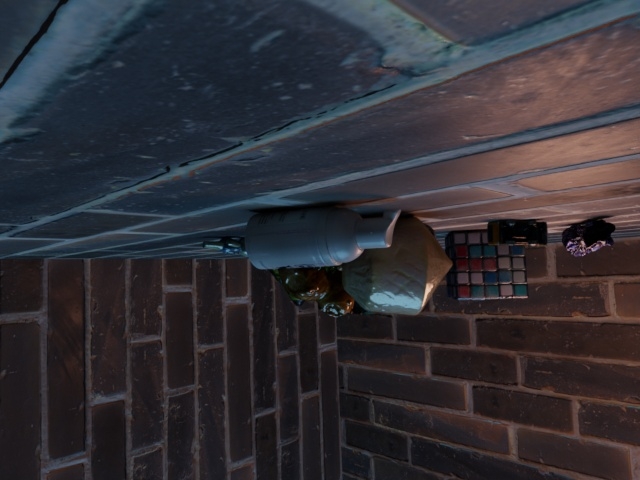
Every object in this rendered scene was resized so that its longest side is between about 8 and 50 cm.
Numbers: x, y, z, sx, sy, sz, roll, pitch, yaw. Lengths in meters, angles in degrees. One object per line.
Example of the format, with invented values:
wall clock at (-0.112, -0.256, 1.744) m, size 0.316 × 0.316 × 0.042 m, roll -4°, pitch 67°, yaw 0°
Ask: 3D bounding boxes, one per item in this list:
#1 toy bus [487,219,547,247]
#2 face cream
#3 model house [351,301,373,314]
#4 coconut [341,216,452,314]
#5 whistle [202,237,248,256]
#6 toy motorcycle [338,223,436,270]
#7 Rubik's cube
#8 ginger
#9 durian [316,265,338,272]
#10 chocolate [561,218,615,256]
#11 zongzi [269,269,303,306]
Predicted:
toy bus at (0.672, -0.023, 1.642) m, size 0.182 × 0.091 × 0.103 m, roll 1°, pitch 177°, yaw -15°
face cream at (0.012, -0.009, 1.132) m, size 0.370 × 0.145 × 0.145 m, roll -4°, pitch 176°, yaw 26°
model house at (0.257, 0.124, 1.943) m, size 0.340 × 0.297 × 0.360 m, roll -3°, pitch -177°, yaw -24°
coconut at (0.226, 0.070, 1.401) m, size 0.329 × 0.328 × 0.329 m, roll -2°, pitch 176°, yaw 0°
whistle at (-0.342, 0.021, 1.874) m, size 0.236 × 0.077 × 0.114 m, roll 7°, pitch 163°, yaw -28°
toy motorcycle at (0.221, 0.056, 1.639) m, size 0.341 × 0.222 × 0.108 m, roll -1°, pitch 173°, yaw 16°
Rubik's cube at (0.693, 0.105, 2.043) m, size 0.292 × 0.286 × 0.293 m, roll -2°, pitch 175°, yaw 9°
ginger at (-0.012, 0.103, 1.740) m, size 0.358 × 0.274 × 0.152 m, roll 30°, pitch 141°, yaw -14°
durian at (0.000, 0.000, 1.410) m, size 0.159 × 0.168 × 0.352 m, roll 23°, pitch 175°, yaw 4°
chocolate at (0.979, -0.021, 1.741) m, size 0.148 × 0.126 × 0.343 m, roll -42°, pitch 166°, yaw 7°
zongzi at (-0.054, 0.094, 2.059) m, size 0.363 × 0.318 × 0.383 m, roll -2°, pitch 158°, yaw 27°
